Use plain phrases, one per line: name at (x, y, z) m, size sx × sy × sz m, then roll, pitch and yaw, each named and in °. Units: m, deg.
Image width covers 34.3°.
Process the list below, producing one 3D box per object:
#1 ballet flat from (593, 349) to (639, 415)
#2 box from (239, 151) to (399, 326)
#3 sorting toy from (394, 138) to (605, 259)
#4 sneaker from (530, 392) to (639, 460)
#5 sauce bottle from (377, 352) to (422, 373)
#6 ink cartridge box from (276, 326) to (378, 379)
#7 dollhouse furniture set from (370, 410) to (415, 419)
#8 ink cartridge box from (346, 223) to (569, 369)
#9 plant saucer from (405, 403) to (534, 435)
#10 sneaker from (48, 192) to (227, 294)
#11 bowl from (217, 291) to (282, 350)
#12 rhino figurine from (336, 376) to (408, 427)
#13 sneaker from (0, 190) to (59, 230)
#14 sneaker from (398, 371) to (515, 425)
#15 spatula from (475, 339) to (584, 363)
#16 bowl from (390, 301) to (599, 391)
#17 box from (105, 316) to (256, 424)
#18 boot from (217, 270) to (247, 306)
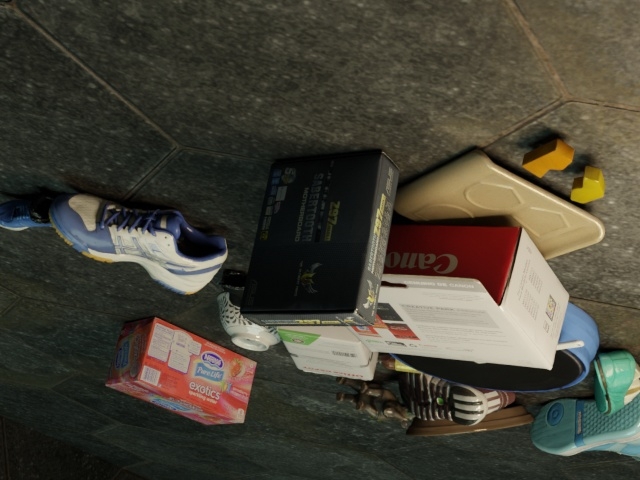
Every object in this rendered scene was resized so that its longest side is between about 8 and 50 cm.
ballet flat at (0.553, 0.266, 1.918) m, size 0.087 × 0.083 × 0.247 m, roll -12°, pitch 154°, yaw 9°
box at (0.000, 0.000, 1.393) m, size 0.183 × 0.233 × 0.059 m, roll -2°, pitch 156°, yaw 31°
sorting toy at (0.266, -0.053, 1.392) m, size 0.229 × 0.041 × 0.307 m, roll 28°, pitch 153°, yaw -22°
sneaker at (0.606, 0.408, 2.151) m, size 0.208 × 0.127 × 0.319 m, roll 27°, pitch 154°, yaw -27°
sauce bottle at (0.160, 0.246, 2.112) m, size 0.128 × 0.042 × 0.042 m, roll 5°, pitch 156°, yaw 15°
ink cartridge box at (0.020, 0.182, 1.973) m, size 0.160 × 0.093 × 0.219 m, roll 8°, pitch 157°, yaw 13°
dollhouse furniture set at (0.179, 0.391, 2.458) m, size 0.151 × 0.059 × 0.076 m, roll 5°, pitch 157°, yaw -35°
ink cartridge box at (0.160, 0.062, 1.493) m, size 0.309 × 0.130 × 0.272 m, roll 2°, pitch 151°, yaw 35°
plant saucer at (0.320, 0.386, 2.235) m, size 0.278 × 0.041 × 0.278 m, roll -8°, pitch 173°, yaw -1°
sneaker at (-0.289, -0.021, 1.693) m, size 0.296 × 0.112 × 0.131 m, roll 24°, pitch 137°, yaw -27°
bowl at (-0.130, 0.167, 2.035) m, size 0.170 × 0.080 × 0.170 m, roll 11°, pitch 157°, yaw 5°
rhino figurine at (0.128, 0.356, 2.271) m, size 0.106 × 0.073 × 0.243 m, roll 24°, pitch 176°, yaw -28°
sneaker at (-0.486, -0.051, 1.741) m, size 0.152 × 0.058 × 0.084 m, roll 6°, pitch 162°, yaw 4°
sneaker at (0.292, 0.313, 2.134) m, size 0.162 × 0.106 × 0.281 m, roll -8°, pitch -170°, yaw -29°
spatula at (0.291, 0.164, 1.699) m, size 0.168 × 0.019 × 0.242 m, roll 29°, pitch 152°, yaw -31°
bowl at (0.295, 0.179, 1.849) m, size 0.391 × 0.077 × 0.391 m, roll 10°, pitch 157°, yaw 4°
box at (-0.310, 0.299, 2.338) m, size 0.300 × 0.154 × 0.142 m, roll 29°, pitch 153°, yaw -35°
boot at (-0.125, 0.095, 1.916) m, size 0.121 × 0.045 × 0.099 m, roll 9°, pitch 154°, yaw 10°
